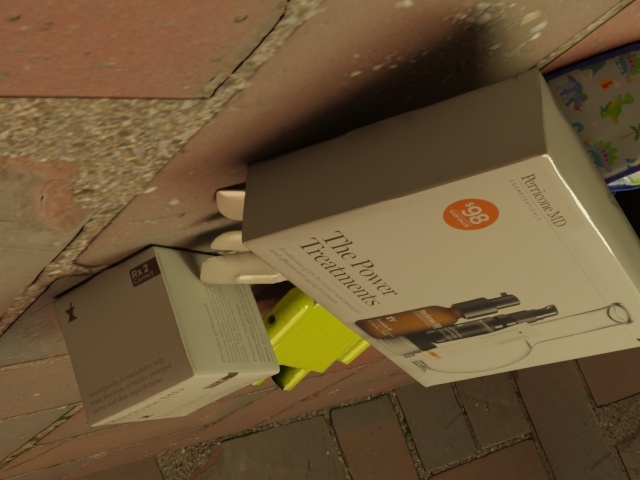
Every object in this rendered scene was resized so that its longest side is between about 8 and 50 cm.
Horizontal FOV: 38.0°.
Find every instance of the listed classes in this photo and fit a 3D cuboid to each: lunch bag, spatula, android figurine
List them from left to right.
[{"bbox_3d":[0.000,0.000,0.985,0.242,0.019,0.168,-1,140,-15],"label":"spatula"},{"bbox_3d":[0.009,0.117,1.356,0.273,0.056,0.248,-44,148,14],"label":"android figurine"},{"bbox_3d":[0.302,-0.118,0.925,0.151,0.129,0.096,-15,164,-21],"label":"lunch bag"}]

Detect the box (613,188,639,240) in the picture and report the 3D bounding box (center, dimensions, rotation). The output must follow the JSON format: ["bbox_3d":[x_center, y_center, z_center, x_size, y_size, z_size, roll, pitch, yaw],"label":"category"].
[{"bbox_3d":[0.504,-0.058,1.160,0.261,0.184,0.103,1,161,-7],"label":"box"}]

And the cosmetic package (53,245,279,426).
[{"bbox_3d":[-0.171,0.110,1.055,0.151,0.151,0.184,-28,163,22],"label":"cosmetic package"}]

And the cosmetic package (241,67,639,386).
[{"bbox_3d":[0.146,0.017,0.906,0.284,0.097,0.377,-18,144,27],"label":"cosmetic package"}]
